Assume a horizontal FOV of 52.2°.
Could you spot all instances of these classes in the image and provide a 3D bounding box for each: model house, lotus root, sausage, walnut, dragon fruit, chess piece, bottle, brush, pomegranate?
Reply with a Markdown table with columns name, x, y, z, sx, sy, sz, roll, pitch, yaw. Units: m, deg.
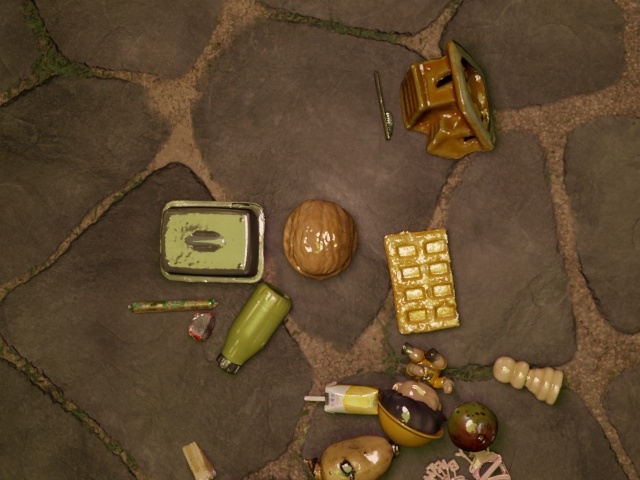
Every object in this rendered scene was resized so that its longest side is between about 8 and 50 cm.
| name | x | y | z | sx | sy | sz | roll | pitch | yaw |
| --- | --- | --- | --- | --- | --- | --- | --- | --- | --- |
| model house | 0.309 | -0.342 | 1.696 | 0.239 | 0.173 | 0.268 | -12 | 85 | 39 |
| lotus root | 0.088 | 0.593 | 1.725 | 0.256 | 0.154 | 0.140 | -19 | 81 | 4 |
| sausage | -0.419 | 0.185 | 1.857 | 0.268 | 0.033 | 0.033 | -3 | 89 | 8 |
| walnut | 0.000 | 0.000 | 1.719 | 0.213 | 0.213 | 0.214 | 0 | 90 | 8 |
| dragon fruit | -0.334 | 0.243 | 1.834 | 0.056 | 0.060 | 0.083 | 12 | 65 | 14 |
| chess piece | 0.536 | 0.354 | 1.705 | 0.170 | 0.094 | 0.094 | 20 | 92 | 15 |
| bottle | -0.189 | 0.244 | 1.785 | 0.112 | 0.112 | 0.260 | 36 | 94 | 7 |
| brush | 0.174 | -0.368 | 1.780 | 0.027 | 0.034 | 0.191 | -11 | 88 | -2 |
| pomegranate | 0.380 | 0.478 | 1.677 | 0.129 | 0.159 | 0.130 | 4 | 77 | -16 |

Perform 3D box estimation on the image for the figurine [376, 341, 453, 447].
| name | x | y | z | sx | sy | sz | roll | pitch | yaw |
| --- | --- | --- | --- | --- | --- | --- | --- | --- | --- |
| figurine | 0.252 | 0.410 | 1.703 | 0.192 | 0.167 | 0.257 | 22 | 69 | 11 |

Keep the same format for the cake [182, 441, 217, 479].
| name | x | y | z | sx | sy | sz | roll | pitch | yaw |
| --- | --- | --- | --- | --- | --- | --- | --- | --- | --- |
| cake | -0.345 | 0.624 | 1.834 | 0.052 | 0.065 | 0.121 | -37 | 78 | 3 |

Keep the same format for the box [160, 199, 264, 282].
| name | x | y | z | sx | sy | sz | roll | pitch | yaw |
| --- | --- | --- | --- | --- | --- | --- | --- | --- | --- |
| box | -0.293 | 0.003 | 1.774 | 0.290 | 0.166 | 0.221 | 1 | 89 | 7 |

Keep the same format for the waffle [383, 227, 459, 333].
| name | x | y | z | sx | sy | sz | roll | pitch | yaw |
| --- | --- | --- | --- | --- | --- | --- | --- | --- | --- |
| waffle | 0.272 | 0.107 | 1.751 | 0.167 | 0.057 | 0.274 | -9 | 88 | 8 |

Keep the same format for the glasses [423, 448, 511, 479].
| name | x | y | z | sx | sy | sz | roll | pitch | yaw |
| --- | --- | --- | --- | --- | --- | --- | --- | --- | --- |
| glasses | 0.378 | 0.626 | 1.717 | 0.255 | 0.095 | 0.162 | -42 | 76 | 3 |

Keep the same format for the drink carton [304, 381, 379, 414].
| name | x | y | z | sx | sy | sz | roll | pitch | yaw |
| --- | --- | --- | --- | --- | --- | --- | --- | --- | --- |
| drink carton | 0.059 | 0.429 | 1.769 | 0.199 | 0.074 | 0.084 | 2 | 89 | 9 |
